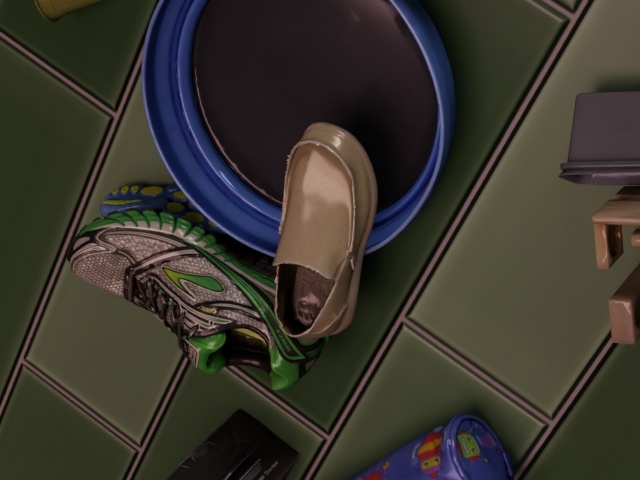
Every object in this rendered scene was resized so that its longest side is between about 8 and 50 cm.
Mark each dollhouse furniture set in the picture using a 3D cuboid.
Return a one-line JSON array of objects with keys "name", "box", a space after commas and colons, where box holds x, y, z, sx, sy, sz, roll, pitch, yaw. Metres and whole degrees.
[{"name": "dollhouse furniture set", "box": [0.369, 0.025, 1.595, 0.123, 0.144, 0.151, 3, 112, 29]}]

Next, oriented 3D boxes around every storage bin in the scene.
[{"name": "storage bin", "box": [0.325, -0.106, 1.603, 0.135, 0.098, 0.091, 2, 85, 29]}]

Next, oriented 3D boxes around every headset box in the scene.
[{"name": "headset box", "box": [-0.160, 0.376, 2.010, 0.110, 0.218, 0.293, 35, 124, 10]}]

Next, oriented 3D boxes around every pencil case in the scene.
[{"name": "pencil case", "box": [0.107, 0.323, 1.899, 0.306, 0.133, 0.119, -35, 47, 35]}]

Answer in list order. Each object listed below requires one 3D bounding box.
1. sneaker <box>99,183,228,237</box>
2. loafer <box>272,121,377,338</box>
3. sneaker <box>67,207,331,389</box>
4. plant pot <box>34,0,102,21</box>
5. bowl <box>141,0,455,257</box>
[{"name": "sneaker", "box": [-0.189, -0.027, 1.947, 0.188, 0.067, 0.078, 3, 134, 26]}, {"name": "loafer", "box": [0.000, 0.000, 1.731, 0.102, 0.092, 0.268, 13, 118, 24]}, {"name": "sneaker", "box": [-0.154, 0.070, 1.865, 0.343, 0.146, 0.134, 19, 145, 11]}, {"name": "plant pot", "box": [-0.297, -0.312, 1.866, 0.079, 0.083, 0.083, -6, 109, 19]}, {"name": "bowl", "box": [-0.023, -0.165, 1.773, 0.391, 0.077, 0.391, 12, 118, 25]}]
